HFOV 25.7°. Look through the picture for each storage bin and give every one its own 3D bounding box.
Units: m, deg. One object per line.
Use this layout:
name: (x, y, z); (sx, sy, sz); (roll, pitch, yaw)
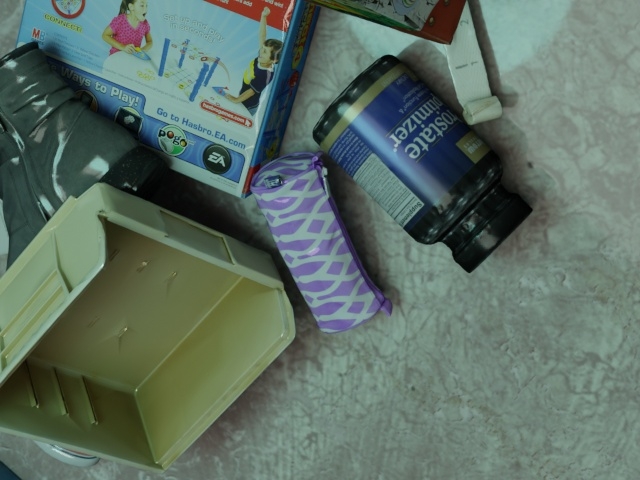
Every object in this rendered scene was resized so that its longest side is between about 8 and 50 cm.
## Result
storage bin: (-0.204, 0.098, 1.489); (0.260, 0.262, 0.123); (-46, 44, 22)

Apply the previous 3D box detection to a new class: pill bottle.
pill bottle: (0.107, -0.075, 1.435); (0.219, 0.123, 0.123); (44, 115, 4)

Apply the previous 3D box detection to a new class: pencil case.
pencil case: (0.000, 0.000, 1.498); (0.088, 0.086, 0.206); (-18, 115, 16)

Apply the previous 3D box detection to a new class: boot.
boot: (-0.334, -0.042, 1.555); (0.223, 0.118, 0.338); (41, 113, 4)

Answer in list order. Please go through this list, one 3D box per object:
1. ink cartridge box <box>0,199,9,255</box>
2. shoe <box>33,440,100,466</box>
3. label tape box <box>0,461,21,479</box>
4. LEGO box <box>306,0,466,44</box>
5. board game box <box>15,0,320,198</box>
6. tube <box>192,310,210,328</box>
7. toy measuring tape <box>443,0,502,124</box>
ink cartridge box: (-0.345, -0.044, 1.654); (0.135, 0.056, 0.099); (-14, 99, 24)
shoe: (-0.331, 0.197, 1.715); (0.178, 0.063, 0.081); (36, 119, 12)
label tape box: (-0.514, 0.323, 1.726); (0.334, 0.240, 0.106); (40, 117, 7)
LEGO box: (0.025, -0.455, 1.137); (0.193, 0.372, 0.500); (23, 98, 34)
board game box: (-0.163, -0.243, 1.510); (0.308, 0.086, 0.302); (23, 112, 14)
tube: (-0.212, 0.082, 1.640); (0.240, 0.070, 0.062); (-9, 64, 18)
toy measuring tape: (0.141, -0.277, 1.359); (0.121, 0.121, 0.330); (-10, 98, 23)
